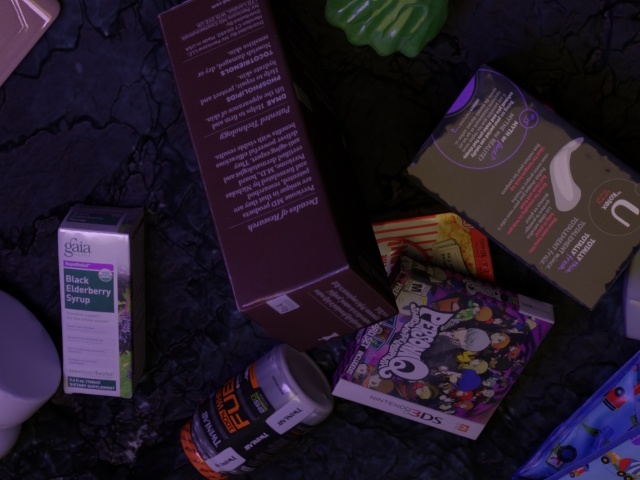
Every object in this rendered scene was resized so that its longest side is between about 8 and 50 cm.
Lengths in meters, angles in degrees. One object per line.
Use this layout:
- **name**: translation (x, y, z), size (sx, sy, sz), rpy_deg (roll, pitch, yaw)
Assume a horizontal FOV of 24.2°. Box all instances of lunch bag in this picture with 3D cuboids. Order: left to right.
- **lunch bag**: translation (0.411, 0.310, 1.938), size (0.221, 0.138, 0.293), rpy_deg (32, 123, -19)

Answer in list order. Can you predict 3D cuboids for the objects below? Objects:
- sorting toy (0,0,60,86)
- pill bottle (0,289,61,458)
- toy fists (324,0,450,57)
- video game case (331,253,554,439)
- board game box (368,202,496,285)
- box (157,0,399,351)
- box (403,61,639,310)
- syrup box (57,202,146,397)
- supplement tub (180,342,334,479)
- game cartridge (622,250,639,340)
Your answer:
- **sorting toy**: translation (-0.451, -0.275, 1.843), size (0.193, 0.038, 0.208), rpy_deg (40, 107, -11)
- **pill bottle**: translation (-0.534, 0.241, 1.957), size (0.392, 0.224, 0.224), rpy_deg (-40, 103, 23)
- **toy fists**: translation (0.026, -0.325, 1.735), size (0.279, 0.096, 0.142), rpy_deg (36, 102, -7)
- **video game case**: translation (0.152, 0.139, 1.902), size (0.210, 0.042, 0.232), rpy_deg (19, 127, -12)
- **board game box**: translation (0.121, 0.031, 1.897), size (0.193, 0.045, 0.146), rpy_deg (-9, 111, 10)
- **box**: translation (-0.048, -0.086, 1.678), size (0.143, 0.191, 0.381), rpy_deg (-21, 67, 13)
- **box**: translation (0.256, -0.069, 1.750), size (0.270, 0.143, 0.165), rpy_deg (37, 102, 4)
- **syrup box**: translation (-0.281, 0.077, 1.936), size (0.093, 0.096, 0.237), rpy_deg (4, 114, 5)
- **supplement tub**: translation (-0.085, 0.230, 1.966), size (0.190, 0.117, 0.117), rpy_deg (-38, 104, 19)
- **game cartridge**: translation (0.486, 0.005, 1.843), size (0.198, 0.062, 0.297), rpy_deg (11, 114, -3)
